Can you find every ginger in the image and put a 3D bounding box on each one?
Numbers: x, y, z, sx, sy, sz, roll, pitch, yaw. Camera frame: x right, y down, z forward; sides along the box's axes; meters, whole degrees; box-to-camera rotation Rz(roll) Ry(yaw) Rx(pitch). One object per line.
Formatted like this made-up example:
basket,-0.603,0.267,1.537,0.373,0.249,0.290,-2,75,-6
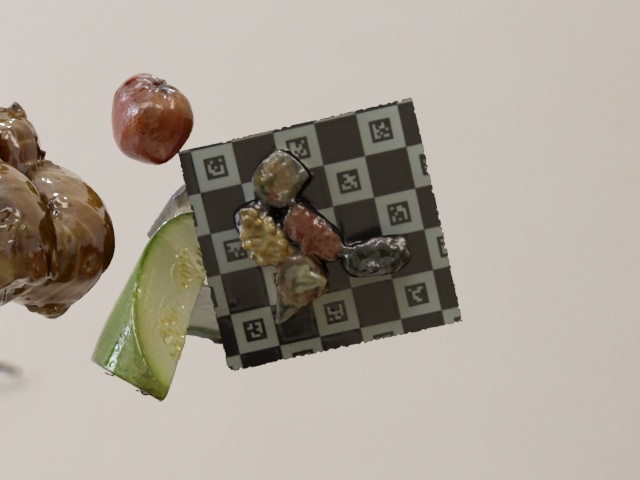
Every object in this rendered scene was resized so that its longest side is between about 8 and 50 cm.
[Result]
ginger,-0.370,-0.038,1.526,0.152,0.274,0.357,-42,-13,12

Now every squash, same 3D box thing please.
squash,-0.225,0.073,1.870,0.111,0.289,0.203,33,-10,-20

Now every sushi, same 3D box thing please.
sushi,0.000,0.000,1.875,0.359,0.343,0.064,-12,9,2

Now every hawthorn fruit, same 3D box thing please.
hawthorn fruit,-0.233,-0.167,1.780,0.128,0.128,0.128,-1,-26,0

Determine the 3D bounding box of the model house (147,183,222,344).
model house,-0.147,0.013,2.293,0.298,0.284,0.243,9,-25,-20
